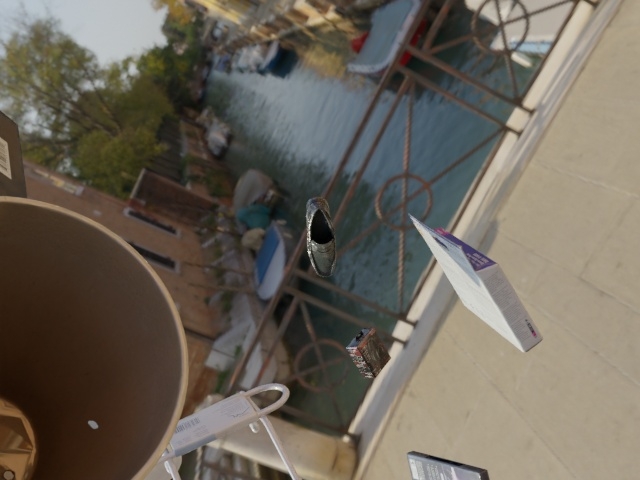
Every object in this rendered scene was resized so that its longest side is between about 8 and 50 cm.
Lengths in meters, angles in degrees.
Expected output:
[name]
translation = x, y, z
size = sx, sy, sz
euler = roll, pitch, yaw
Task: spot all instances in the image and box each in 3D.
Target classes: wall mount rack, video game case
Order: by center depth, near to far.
[wall mount rack]
translation = -0.189, 0.425, 1.419
size = 0.304, 0.349, 0.131
euler = 25, 134, 64
[video game case]
translation = 0.285, 0.564, 1.540
size = 0.274, 0.026, 0.196
euler = -16, 86, 63

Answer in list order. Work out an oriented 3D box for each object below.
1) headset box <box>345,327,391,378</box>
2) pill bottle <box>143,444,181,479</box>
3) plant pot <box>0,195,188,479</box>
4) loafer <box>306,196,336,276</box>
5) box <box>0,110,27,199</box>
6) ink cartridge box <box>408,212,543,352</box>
[headset box]
translation = 0.090, 0.210, 1.368
size = 0.032, 0.083, 0.062
euler = -12, 23, 46
[pill bottle]
translation = -0.457, 0.486, 1.787
size = 0.245, 0.136, 0.136
euler = 40, 108, 40
[plant pot]
translation = -0.277, 0.144, 0.606
size = 0.274, 0.256, 0.257
euler = -47, 24, 48
[loafer]
translation = 0.000, 0.000, 1.840
size = 0.078, 0.076, 0.223
euler = -98, 1, -64
[box]
translation = -0.791, -0.117, 1.494
size = 0.293, 0.183, 0.296
euler = -24, 61, 7
[ink cartridge box]
translation = 0.374, 0.081, 1.776
size = 0.071, 0.330, 0.324
euler = -35, 22, -3
